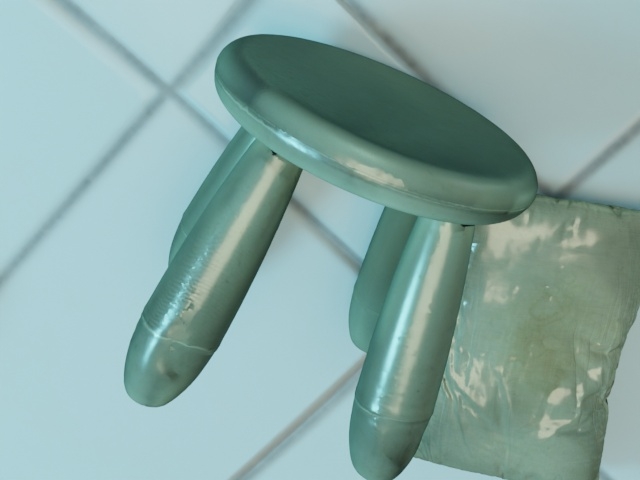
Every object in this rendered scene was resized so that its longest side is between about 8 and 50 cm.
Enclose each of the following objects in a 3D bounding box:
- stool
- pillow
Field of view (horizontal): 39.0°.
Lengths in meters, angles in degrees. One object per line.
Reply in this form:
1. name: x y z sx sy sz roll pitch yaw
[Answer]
1. stool: 0.000 0.000 0.551 0.195 0.195 0.198 22 115 -8
2. pillow: 0.154 0.074 0.651 0.148 0.050 0.229 6 109 -6
